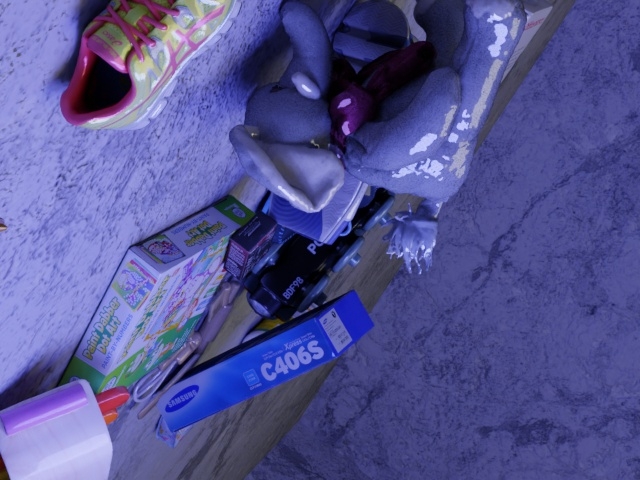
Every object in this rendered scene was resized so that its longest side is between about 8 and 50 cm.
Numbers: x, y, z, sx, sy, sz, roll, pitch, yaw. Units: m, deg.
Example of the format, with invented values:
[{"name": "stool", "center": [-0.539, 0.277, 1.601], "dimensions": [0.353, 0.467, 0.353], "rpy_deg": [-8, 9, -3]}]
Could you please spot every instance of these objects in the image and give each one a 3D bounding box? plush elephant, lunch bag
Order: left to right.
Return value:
[{"name": "lunch bag", "center": [-0.257, 0.325, 2.056], "dimensions": [0.071, 0.053, 0.083], "rpy_deg": [-44, 158, -49]}, {"name": "plush elephant", "center": [0.033, -0.145, 1.220], "dimensions": [0.272, 0.255, 0.330], "rpy_deg": [-112, -145, -73]}]

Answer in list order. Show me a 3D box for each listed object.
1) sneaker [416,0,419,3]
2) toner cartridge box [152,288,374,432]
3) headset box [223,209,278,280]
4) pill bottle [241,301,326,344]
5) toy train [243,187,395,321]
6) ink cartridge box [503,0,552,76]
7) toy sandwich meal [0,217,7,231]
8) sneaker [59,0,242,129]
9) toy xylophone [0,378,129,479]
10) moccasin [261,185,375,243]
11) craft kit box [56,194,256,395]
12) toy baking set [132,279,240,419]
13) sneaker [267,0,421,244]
[{"name": "sneaker", "center": [0.136, -0.352, 1.267], "dimensions": [0.129, 0.111, 0.297], "rpy_deg": [-62, 170, -5]}, {"name": "toner cartridge box", "center": [-0.095, 0.198, 1.849], "dimensions": [0.348, 0.075, 0.165], "rpy_deg": [-28, 180, 27]}, {"name": "headset box", "center": [-0.090, 0.005, 1.447], "dimensions": [0.062, 0.032, 0.083], "rpy_deg": [-47, 168, -31]}, {"name": "pill bottle", "center": [-0.063, 0.192, 2.297], "dimensions": [0.208, 0.117, 0.117], "rpy_deg": [-41, 165, -50]}, {"name": "toy train", "center": [0.000, 0.000, 1.887], "dimensions": [0.334, 0.142, 0.190], "rpy_deg": [-50, 179, -14]}, {"name": "ink cartridge box", "center": [0.283, -0.335, 2.048], "dimensions": [0.273, 0.115, 0.198], "rpy_deg": [-57, 170, 26]}, {"name": "toy sandwich meal", "center": [-0.280, 0.013, 0.901], "dimensions": [0.085, 0.029, 0.085], "rpy_deg": [-51, 170, -12]}, {"name": "sneaker", "center": [-0.129, -0.159, 0.847], "dimensions": [0.208, 0.081, 0.094], "rpy_deg": [-57, 167, 27]}, {"name": "toy xylophone", "center": [-0.345, 0.278, 1.324], "dimensions": [0.236, 0.081, 0.322], "rpy_deg": [-18, 158, -31]}, {"name": "moccasin", "center": [0.040, -0.103, 1.726], "dimensions": [0.342, 0.117, 0.137], "rpy_deg": [-46, 167, -32]}, {"name": "craft kit box", "center": [-0.205, 0.079, 1.427], "dimensions": [0.250, 0.061, 0.247], "rpy_deg": [-58, 166, 28]}, {"name": "toy baking set", "center": [-0.215, 0.164, 1.764], "dimensions": [0.197, 0.030, 0.256], "rpy_deg": [-35, 160, -52]}, {"name": "sneaker", "center": [0.071, -0.136, 1.464], "dimensions": [0.182, 0.127, 0.315], "rpy_deg": [14, 102, -56]}]
